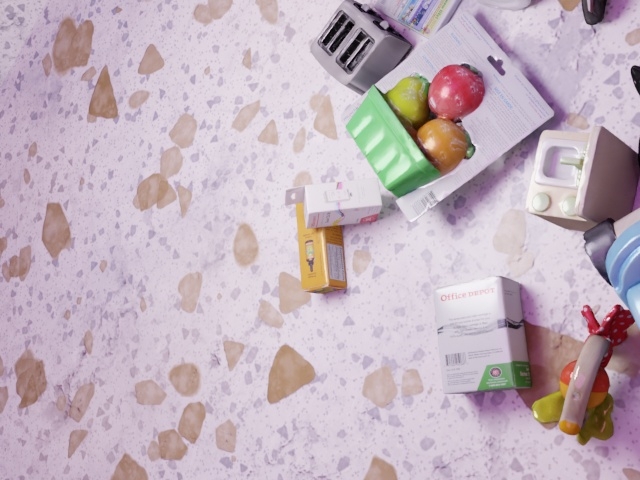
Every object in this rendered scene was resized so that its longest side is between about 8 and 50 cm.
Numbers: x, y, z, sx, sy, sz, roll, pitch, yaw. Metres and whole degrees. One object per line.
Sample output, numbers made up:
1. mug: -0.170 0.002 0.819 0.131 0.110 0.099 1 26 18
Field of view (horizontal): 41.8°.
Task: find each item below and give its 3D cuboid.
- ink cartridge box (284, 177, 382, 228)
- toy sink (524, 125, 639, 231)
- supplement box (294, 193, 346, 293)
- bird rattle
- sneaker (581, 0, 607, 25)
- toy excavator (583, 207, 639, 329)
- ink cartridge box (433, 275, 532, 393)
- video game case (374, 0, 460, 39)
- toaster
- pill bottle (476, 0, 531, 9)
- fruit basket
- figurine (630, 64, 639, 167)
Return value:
1. ink cartridge box: 0.025 -0.076 1.795 0.198 0.115 0.067 -6 74 -5
2. toy sink: 0.450 -0.104 1.462 0.131 0.234 0.153 11 89 38
3. supplement box: 0.000 0.000 1.886 0.078 0.080 0.233 -14 71 36
4. bird rattle: 0.462 0.231 1.420 0.143 0.207 0.254 26 107 20
5. sneaker: 0.565 -0.543 1.545 0.162 0.106 0.281 3 99 18
6. toy excavator: 0.601 0.176 1.238 0.222 0.433 0.445 -32 23 28
7. ink cartridge box: 0.309 0.184 1.606 0.153 0.087 0.208 -13 74 35
8. video game case: 0.239 -0.569 1.848 0.193 0.023 0.212 40 105 36
9. toaster: 0.084 -0.427 1.884 0.186 0.110 0.168 -51 55 19
10. pill bottle: 0.382 -0.587 1.677 0.124 0.124 0.222 11 88 38
11. fruit basket: 0.248 -0.254 1.725 0.353 0.165 0.327 -36 61 9
12. figurine: 0.646 -0.236 1.437 0.215 0.092 0.209 -14 69 34
